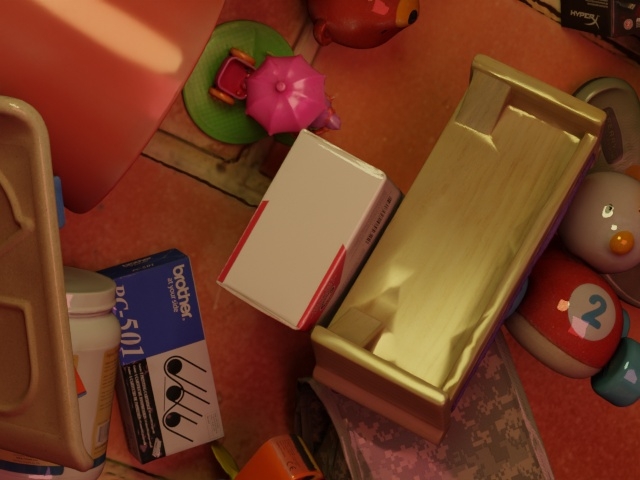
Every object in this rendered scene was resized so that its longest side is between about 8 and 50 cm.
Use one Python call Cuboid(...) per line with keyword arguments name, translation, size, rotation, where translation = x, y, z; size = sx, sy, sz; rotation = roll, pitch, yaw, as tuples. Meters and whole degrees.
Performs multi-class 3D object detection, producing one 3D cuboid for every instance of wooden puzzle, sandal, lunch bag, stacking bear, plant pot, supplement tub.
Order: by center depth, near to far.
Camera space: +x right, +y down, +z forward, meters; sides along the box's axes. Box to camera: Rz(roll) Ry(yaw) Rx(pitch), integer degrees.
Cuboid(name="plant pot", translation=(-0.255, -0.195, 1.488), size=(0.243, 0.275, 0.275), rotation=(31, 90, -17))
Cuboid(name="wooden puzzle", translation=(-0.331, 0.021, 1.490), size=(0.080, 0.322, 0.348), rotation=(-28, 118, -47))
Cuboid(name="supplement tub", translation=(-0.272, 0.132, 1.614), size=(0.144, 0.144, 0.200), rotation=(4, 101, -25))
Cuboid(name="stacking bear", translation=(0.067, -0.330, 1.645), size=(0.175, 0.164, 0.289), rotation=(-21, 131, -62))
Cuboid(name="lunch bag", translation=(0.112, 0.236, 1.794), size=(0.235, 0.169, 0.287), rotation=(-18, 99, -21))
Cuboid(name="sandal", translation=(0.358, -0.041, 1.882), size=(0.120, 0.086, 0.303), rotation=(-31, 116, -14))

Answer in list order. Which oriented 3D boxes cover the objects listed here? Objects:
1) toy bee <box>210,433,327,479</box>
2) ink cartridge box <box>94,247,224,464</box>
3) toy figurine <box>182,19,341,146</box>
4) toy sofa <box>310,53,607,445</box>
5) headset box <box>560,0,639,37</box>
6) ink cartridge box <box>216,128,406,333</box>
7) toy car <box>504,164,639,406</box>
Cuboid(name="toy bee", translation=(-0.087, 0.306, 1.754), size=(0.162, 0.298, 0.195), rotation=(9, 63, -53))
Cuboid(name="ink cartridge box", translation=(-0.169, 0.121, 1.713), size=(0.097, 0.046, 0.207), rotation=(-16, 109, -21))
Cuboid(name="toy figurine", translation=(-0.034, -0.137, 1.644), size=(0.173, 0.159, 0.130), rotation=(28, 90, -28))
Cuboid(name="toy sofa", translation=(0.141, 0.014, 1.649), size=(0.150, 0.177, 0.363), rotation=(27, 72, 14))
Cuboid(name="headset box", translation=(0.375, -0.384, 1.790), size=(0.218, 0.110, 0.293), rotation=(-10, 108, -22))
Cuboid(name="ink cartridge box", translation=(0.000, 0.000, 1.650), size=(0.100, 0.237, 0.172), rotation=(30, 90, 11))
Cuboid(name="toy car", translation=(0.297, 0.012, 1.777), size=(0.219, 0.210, 0.238), rotation=(32, 106, -16))
